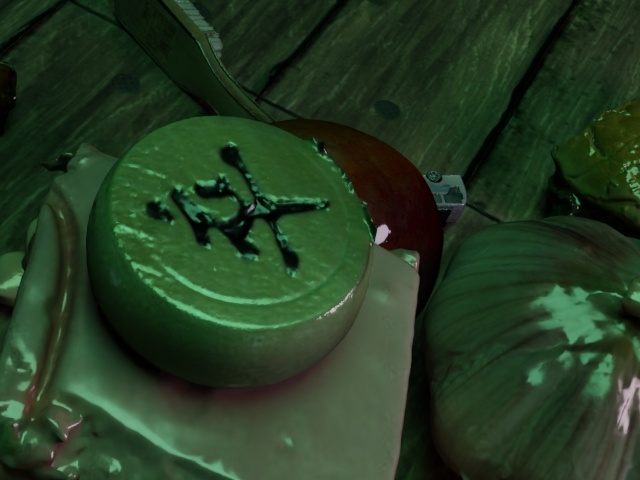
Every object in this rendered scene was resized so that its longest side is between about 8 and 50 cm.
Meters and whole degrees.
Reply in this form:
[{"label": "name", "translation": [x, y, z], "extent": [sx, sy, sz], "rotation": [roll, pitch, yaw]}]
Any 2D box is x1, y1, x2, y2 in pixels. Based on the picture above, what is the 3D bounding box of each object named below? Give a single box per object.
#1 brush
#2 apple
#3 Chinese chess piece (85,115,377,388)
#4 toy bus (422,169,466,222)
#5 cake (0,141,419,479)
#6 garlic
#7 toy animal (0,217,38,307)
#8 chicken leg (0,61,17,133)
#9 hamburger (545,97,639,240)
[{"label": "brush", "translation": [-0.110, -0.179, 1.553], "extent": [0.065, 0.070, 0.327], "rotation": [-15, 55, -44]}, {"label": "apple", "translation": [0.000, 0.001, 1.307], "extent": [0.234, 0.234, 0.234], "rotation": [11, 45, -11]}, {"label": "Chinese chess piece", "translation": [-0.058, 0.005, 0.936], "extent": [0.188, 0.083, 0.188], "rotation": [10, 51, -13]}, {"label": "toy bus", "translation": [0.090, -0.044, 1.511], "extent": [0.130, 0.037, 0.052], "rotation": [0, 50, -20]}, {"label": "cake", "translation": [-0.094, 0.151, 1.056], "extent": [0.314, 0.307, 0.293], "rotation": [13, 46, -8]}, {"label": "garlic", "translation": [0.234, 0.111, 1.296], "extent": [0.321, 0.241, 0.322], "rotation": [0, 30, 0]}, {"label": "toy animal", "translation": [-0.246, 0.011, 1.296], "extent": [0.114, 0.082, 0.091], "rotation": [2, 46, -18]}, {"label": "chicken leg", "translation": [-0.398, -0.108, 1.346], "extent": [0.304, 0.093, 0.113], "rotation": [-38, 103, -44]}, {"label": "hamburger", "translation": [0.400, -0.051, 1.570], "extent": [0.308, 0.132, 0.211], "rotation": [-12, 50, -32]}]
